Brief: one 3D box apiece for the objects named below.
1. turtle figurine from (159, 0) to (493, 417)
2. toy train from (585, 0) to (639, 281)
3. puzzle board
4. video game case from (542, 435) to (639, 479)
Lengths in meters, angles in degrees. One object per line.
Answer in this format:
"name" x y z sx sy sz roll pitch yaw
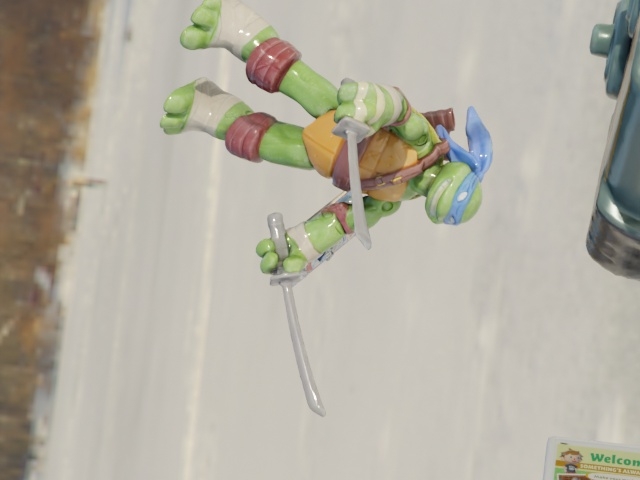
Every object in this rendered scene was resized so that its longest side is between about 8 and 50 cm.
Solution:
"turtle figurine" -0.020 -0.062 1.284 0.274 0.266 0.198 -51 -19 -17
"toy train" 0.234 -0.100 0.971 0.334 0.142 0.190 84 -162 -69
"puzzle board" 0.000 0.000 1.580 0.011 0.096 0.128 49 170 17
"video game case" 0.260 0.230 1.150 0.193 0.212 0.023 -74 -14 -46
